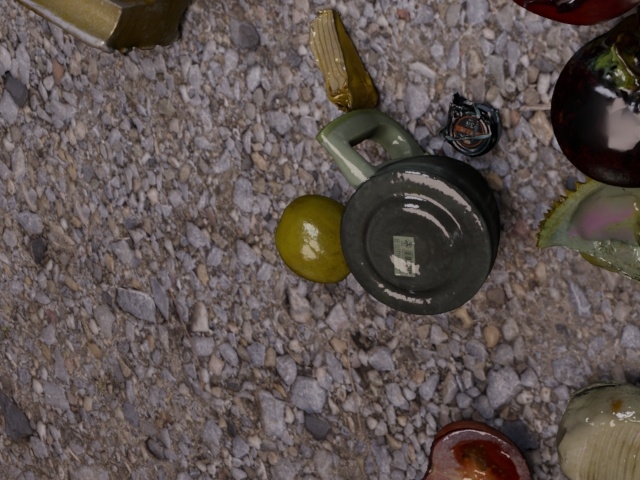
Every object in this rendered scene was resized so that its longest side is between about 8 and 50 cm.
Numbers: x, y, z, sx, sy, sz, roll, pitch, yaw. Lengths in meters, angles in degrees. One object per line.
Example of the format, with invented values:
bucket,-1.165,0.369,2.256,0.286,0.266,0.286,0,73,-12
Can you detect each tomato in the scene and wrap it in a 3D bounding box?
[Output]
tomato,0.289,0.413,1.748,0.199,0.112,0.228,22,119,10

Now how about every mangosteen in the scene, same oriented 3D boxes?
mangosteen,0.424,-0.204,1.308,0.231,0.231,0.289,13,159,23

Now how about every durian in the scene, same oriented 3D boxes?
durian,0.479,-0.003,1.430,0.306,0.166,0.172,29,125,3

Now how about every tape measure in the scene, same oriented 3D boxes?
tape measure,0.240,-0.178,1.549,0.094,0.054,0.091,32,124,21

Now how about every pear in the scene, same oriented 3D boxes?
pear,0.000,0.000,1.702,0.162,0.149,0.149,41,124,7

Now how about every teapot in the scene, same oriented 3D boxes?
teapot,0.140,-0.049,1.549,0.321,0.239,0.240,24,120,12

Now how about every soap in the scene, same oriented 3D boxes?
soap,-0.399,-0.434,1.663,0.281,0.259,0.143,33,117,10

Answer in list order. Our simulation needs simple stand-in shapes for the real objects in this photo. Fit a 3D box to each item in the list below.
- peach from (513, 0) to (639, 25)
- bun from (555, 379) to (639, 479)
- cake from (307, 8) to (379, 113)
peach,0.333,-0.432,1.288,0.362,0.201,0.258,45,118,40
bun,0.500,0.327,1.579,0.239,0.141,0.239,13,122,21
cake,0.019,-0.282,1.592,0.079,0.116,0.185,-17,107,35
